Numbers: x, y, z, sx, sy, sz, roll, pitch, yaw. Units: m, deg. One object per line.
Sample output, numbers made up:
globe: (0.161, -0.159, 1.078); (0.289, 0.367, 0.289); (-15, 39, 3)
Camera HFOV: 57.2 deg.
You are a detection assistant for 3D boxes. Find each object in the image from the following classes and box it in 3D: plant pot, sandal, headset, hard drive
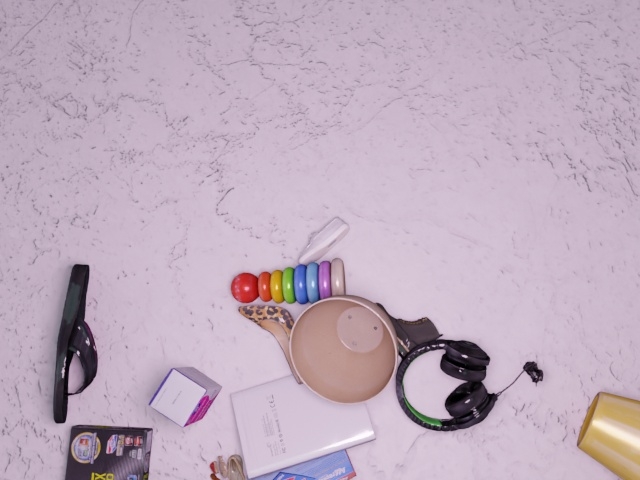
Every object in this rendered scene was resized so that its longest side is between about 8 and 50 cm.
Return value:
plant pot: (0.816, 0.520, 1.524); (0.239, 0.254, 0.254); (22, 80, 22)
plant pot: (0.083, 0.264, 1.566); (0.284, 0.191, 0.284); (4, 102, 18)
sandal: (-0.675, 0.288, 1.651); (0.107, 0.167, 0.446); (7, 79, -15)
headset: (0.405, 0.382, 1.614); (0.394, 0.185, 0.243); (-8, 94, 11)
hard drive: (-0.051, 0.485, 1.616); (0.353, 0.047, 0.233); (-17, 61, -1)

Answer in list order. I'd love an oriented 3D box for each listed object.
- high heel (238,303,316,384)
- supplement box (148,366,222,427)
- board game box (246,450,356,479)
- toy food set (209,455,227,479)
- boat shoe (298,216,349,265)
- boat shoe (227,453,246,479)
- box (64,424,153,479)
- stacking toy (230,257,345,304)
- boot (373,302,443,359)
high heel: (-0.125, 0.285, 1.640); (0.261, 0.093, 0.186); (17, 58, -2)
supplement box: (-0.357, 0.416, 1.579); (0.114, 0.220, 0.111); (31, 82, 6)
board game box: (-0.055, 0.633, 1.579); (0.281, 0.145, 0.027); (-26, 124, -3)
toy food set: (-0.279, 0.661, 1.613); (0.078, 0.019, 0.122); (-34, 71, 34)
boat shoe: (0.000, 0.000, 1.734); (0.184, 0.066, 0.063); (-42, 66, -4)
boat shoe: (-0.227, 0.669, 1.611); (0.056, 0.048, 0.153); (-10, 78, 0)
box: (-0.588, 0.654, 1.619); (0.216, 0.060, 0.270); (3, 79, 2)
stacking toy: (-0.095, 0.128, 1.679); (0.330, 0.141, 0.141); (-3, 79, 5)
boot: (0.244, 0.234, 1.680); (0.137, 0.077, 0.198); (-35, 93, -10)
